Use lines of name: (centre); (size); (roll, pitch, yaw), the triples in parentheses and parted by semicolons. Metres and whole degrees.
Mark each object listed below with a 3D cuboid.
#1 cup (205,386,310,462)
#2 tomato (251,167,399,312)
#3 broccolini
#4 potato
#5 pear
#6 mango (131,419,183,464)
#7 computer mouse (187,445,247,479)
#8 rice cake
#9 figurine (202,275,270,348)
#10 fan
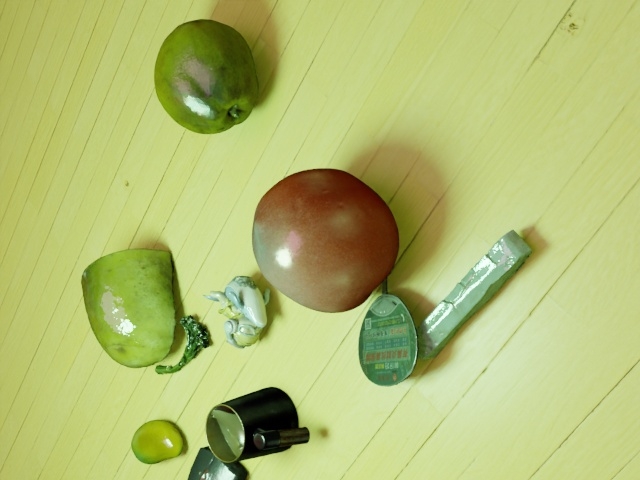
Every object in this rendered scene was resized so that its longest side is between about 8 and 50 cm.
cup: (-0.147, 0.441, 1.759); (0.239, 0.177, 0.166); (-29, 71, 36)
tomato: (0.000, 0.000, 1.545); (0.321, 0.321, 0.321); (0, 90, 40)
broccolini: (-0.412, 0.303, 2.067); (0.271, 0.062, 0.123); (-38, 56, 37)
potato: (-0.563, 0.220, 2.061); (0.330, 0.213, 0.280); (-46, 51, 31)
pear: (-0.291, -0.416, 1.830); (0.269, 0.269, 0.321); (-48, 62, 29)
mango: (-0.472, 0.583, 2.099); (0.191, 0.085, 0.122); (-24, 65, 28)
computer mouse: (-0.300, 0.695, 1.939); (0.170, 0.100, 0.269); (21, 103, 36)
rice cake: (0.298, 0.115, 1.460); (0.066, 0.063, 0.336); (49, 119, 24)
figurine: (-0.207, 0.177, 1.848); (0.208, 0.128, 0.184); (20, 106, 47)
fan: (0.133, 0.191, 1.600); (0.223, 0.012, 0.294); (-58, 37, 40)
